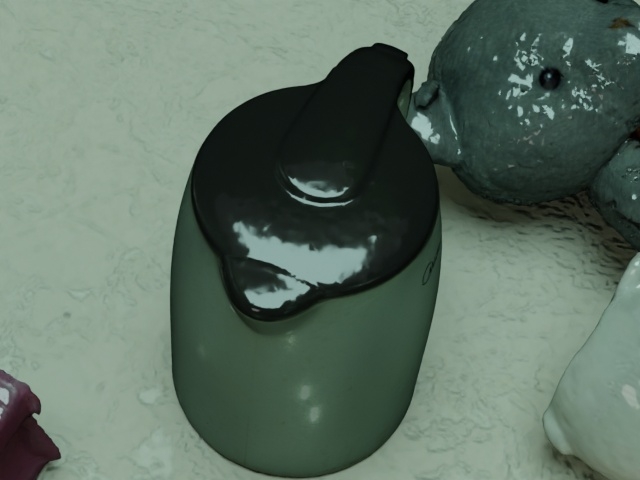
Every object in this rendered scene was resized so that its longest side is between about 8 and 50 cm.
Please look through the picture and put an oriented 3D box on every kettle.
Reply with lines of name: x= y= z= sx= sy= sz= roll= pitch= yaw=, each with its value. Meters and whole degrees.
kettle: x=0.000 y=0.000 z=0.890 sx=0.161 sy=0.236 sz=0.221 roll=22 pitch=61 yaw=10

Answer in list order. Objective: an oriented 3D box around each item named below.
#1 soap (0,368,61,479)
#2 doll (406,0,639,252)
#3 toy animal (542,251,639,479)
soap: x=-0.341 y=0.195 z=0.820 sx=0.233 sy=0.128 sz=0.359 roll=25 pitch=61 yaw=12
doll: x=0.237 y=-0.088 z=1.000 sx=0.340 sy=0.158 sz=0.246 roll=20 pitch=51 yaw=9
toy animal: x=0.284 y=0.113 z=0.904 sx=0.282 sy=0.140 sz=0.138 roll=19 pitch=69 yaw=11
